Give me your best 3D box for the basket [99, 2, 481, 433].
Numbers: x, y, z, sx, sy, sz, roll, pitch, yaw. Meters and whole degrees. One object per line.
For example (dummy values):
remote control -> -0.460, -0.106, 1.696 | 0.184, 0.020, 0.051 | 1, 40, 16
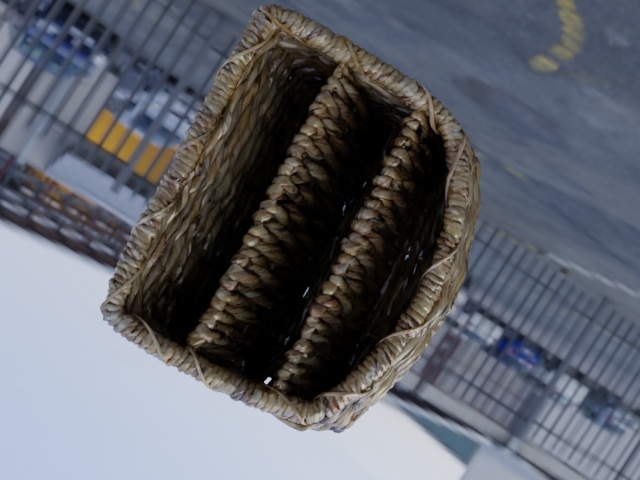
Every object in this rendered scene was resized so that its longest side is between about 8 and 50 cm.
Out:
basket -> 0.000, 0.000, 0.958 | 0.213, 0.299, 0.223 | 26, 172, 21
